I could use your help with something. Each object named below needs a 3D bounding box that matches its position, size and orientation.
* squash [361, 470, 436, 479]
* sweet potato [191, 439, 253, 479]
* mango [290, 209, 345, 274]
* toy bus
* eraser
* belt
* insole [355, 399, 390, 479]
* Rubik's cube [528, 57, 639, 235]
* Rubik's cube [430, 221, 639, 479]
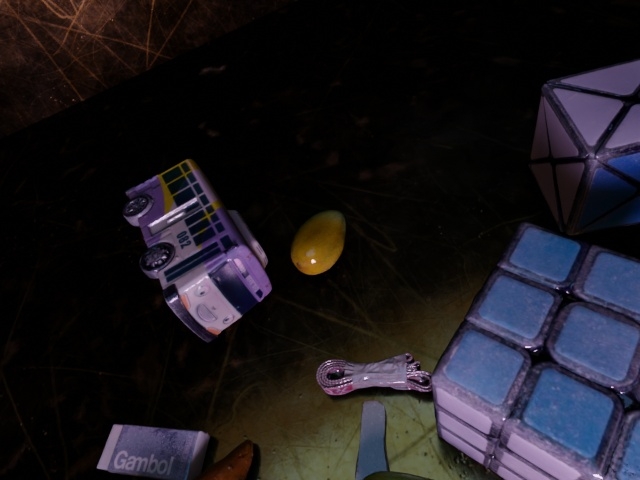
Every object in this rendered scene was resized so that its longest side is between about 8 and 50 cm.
[{"bbox_3d":[0.147,0.415,0.640,0.187,0.095,0.095,9,57,19],"label":"squash"},{"bbox_3d":[-0.257,0.487,0.692,0.359,0.112,0.112,-20,45,-32],"label":"sweet potato"},{"bbox_3d":[0.000,0.000,1.010,0.130,0.092,0.195,19,57,30],"label":"mango"},{"bbox_3d":[-0.306,0.006,1.028,0.249,0.209,0.440,-31,49,-9],"label":"toy bus"},{"bbox_3d":[-0.336,0.427,0.818,0.212,0.046,0.092,-3,53,15],"label":"eraser"},{"bbox_3d":[0.107,0.264,0.799,0.231,0.053,0.072,-5,52,14],"label":"belt"},{"bbox_3d":[0.094,0.389,0.734,0.063,0.010,0.192,-5,54,15],"label":"insole"},{"bbox_3d":[0.619,-0.198,0.859,0.259,0.259,0.255,-10,50,9],"label":"Rubik's cube"},{"bbox_3d":[0.368,0.210,0.599,0.305,0.304,0.301,23,63,33],"label":"Rubik's cube"}]
